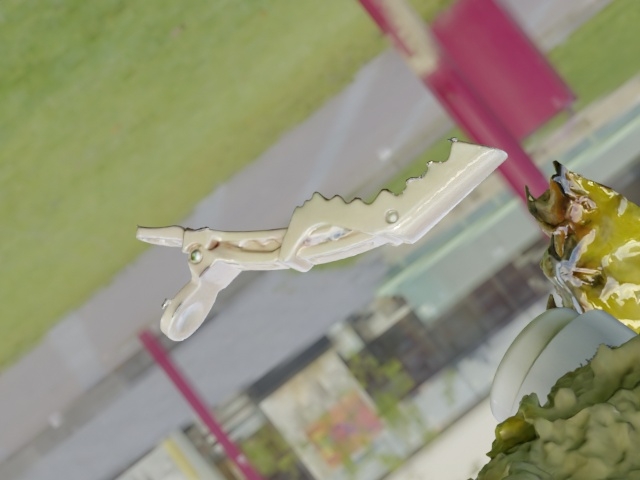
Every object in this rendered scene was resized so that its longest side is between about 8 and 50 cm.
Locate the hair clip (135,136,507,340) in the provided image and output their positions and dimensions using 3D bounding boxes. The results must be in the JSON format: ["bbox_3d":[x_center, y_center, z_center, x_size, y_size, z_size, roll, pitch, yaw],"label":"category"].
[{"bbox_3d":[0.000,0.000,1.008,0.226,0.072,0.034,-14,162,22],"label":"hair clip"}]

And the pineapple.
[{"bbox_3d":[0.245,0.105,1.115,0.161,0.335,0.158,131,-19,-69],"label":"pineapple"}]

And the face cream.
[{"bbox_3d":[0.147,0.087,0.978,0.091,0.095,0.091,-36,143,-33],"label":"face cream"}]

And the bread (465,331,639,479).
[{"bbox_3d":[0.140,0.139,0.679,0.176,0.246,0.195,9,-147,32],"label":"bread"}]
